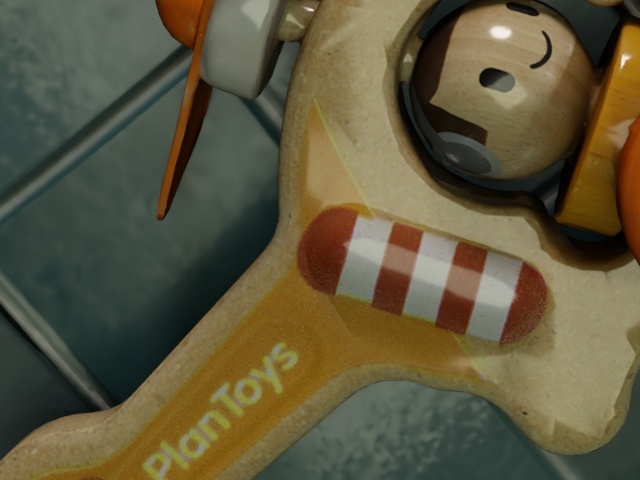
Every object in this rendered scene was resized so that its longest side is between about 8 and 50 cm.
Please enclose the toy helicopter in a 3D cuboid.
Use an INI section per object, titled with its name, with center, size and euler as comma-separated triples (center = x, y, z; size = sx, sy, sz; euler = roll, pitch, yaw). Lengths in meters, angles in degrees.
[toy helicopter]
center = 0.000, 0.000, 0.644
size = 0.235, 0.140, 0.355
euler = 44, 103, -7
